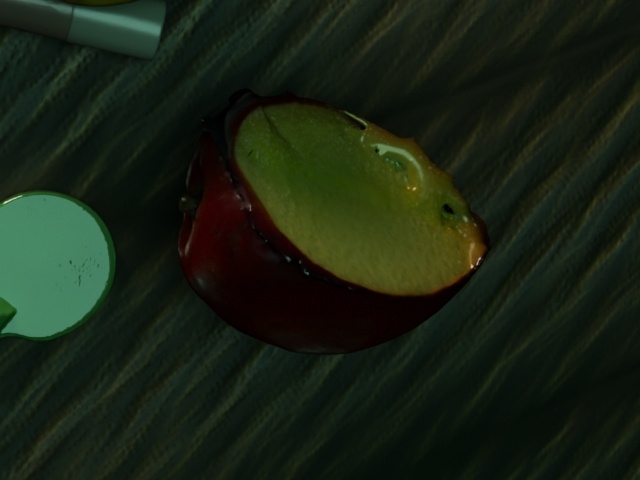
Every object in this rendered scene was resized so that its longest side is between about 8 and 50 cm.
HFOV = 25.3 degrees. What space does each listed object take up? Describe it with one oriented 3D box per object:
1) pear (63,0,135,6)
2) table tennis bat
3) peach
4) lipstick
[{"bbox_3d":[-0.223,-0.375,1.406,0.281,0.281,0.280,-2,96,-14],"label":"pear"},{"bbox_3d":[-0.334,0.061,1.546,0.160,0.039,0.257,43,80,-15],"label":"table tennis bat"},{"bbox_3d":[0.000,0.000,1.543,0.362,0.201,0.257,11,55,-29],"label":"peach"},{"bbox_3d":[-0.294,-0.252,1.502,0.254,0.070,0.070,12,93,-15],"label":"lipstick"}]
